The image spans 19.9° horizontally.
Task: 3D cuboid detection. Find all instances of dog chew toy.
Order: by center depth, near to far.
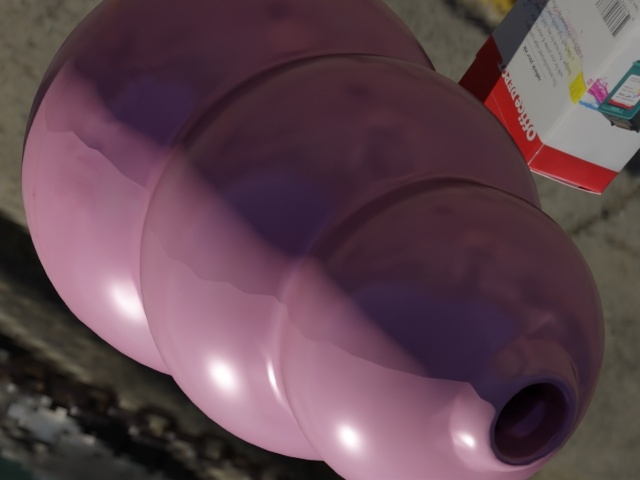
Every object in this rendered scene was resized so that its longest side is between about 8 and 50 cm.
[{"bbox_3d":[0.000,0.000,0.792,0.207,0.332,0.206,-13,120,-24],"label":"dog chew toy"}]

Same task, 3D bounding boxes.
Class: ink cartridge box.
[{"bbox_3d":[0.196,-0.133,1.324,0.078,0.134,0.231,18,126,-29],"label":"ink cartridge box"}]
